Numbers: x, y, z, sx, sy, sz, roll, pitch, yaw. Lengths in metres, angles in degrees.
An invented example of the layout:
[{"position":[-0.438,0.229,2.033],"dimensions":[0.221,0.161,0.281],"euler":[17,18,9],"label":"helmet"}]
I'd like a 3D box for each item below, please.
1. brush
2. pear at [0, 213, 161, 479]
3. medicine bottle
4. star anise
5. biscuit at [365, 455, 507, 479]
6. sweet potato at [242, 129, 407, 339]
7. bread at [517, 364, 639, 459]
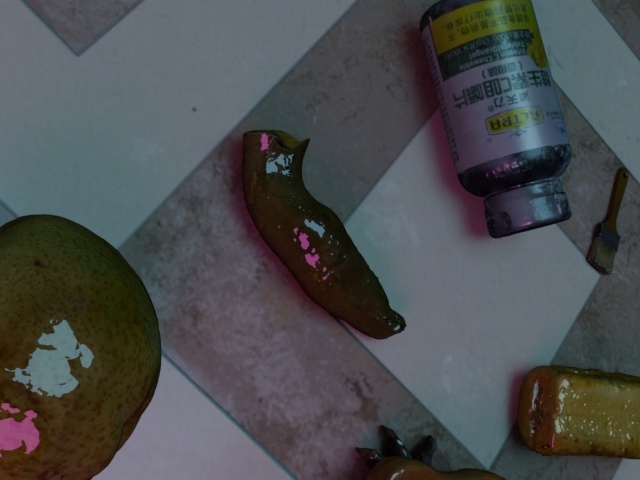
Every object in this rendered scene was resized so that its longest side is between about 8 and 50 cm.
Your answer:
[{"position":[0.409,-0.032,1.234],"dimensions":[0.043,0.014,0.170],"euler":[32,65,-22],"label":"brush"},{"position":[-0.234,0.099,0.740],"dimensions":[0.211,0.188,0.228],"euler":[47,59,-9],"label":"pear"},{"position":[0.222,-0.154,1.081],"dimensions":[0.141,0.141,0.293],"euler":[-11,86,-31],"label":"medicine bottle"},{"position":[0.090,0.269,0.972],"dimensions":[0.141,0.042,0.141],"euler":[8,74,-28],"label":"star anise"},{"position":[0.114,0.422,0.924],"dimensions":[0.385,0.062,0.365],"euler":[44,72,-19],"label":"biscuit"},{"position":[0.004,-0.001,0.957],"dimensions":[0.285,0.085,0.112],"euler":[52,56,-11],"label":"sweet potato"},{"position":[0.341,0.216,1.101],"dimensions":[0.211,0.083,0.113],"euler":[12,79,-27],"label":"bread"}]
